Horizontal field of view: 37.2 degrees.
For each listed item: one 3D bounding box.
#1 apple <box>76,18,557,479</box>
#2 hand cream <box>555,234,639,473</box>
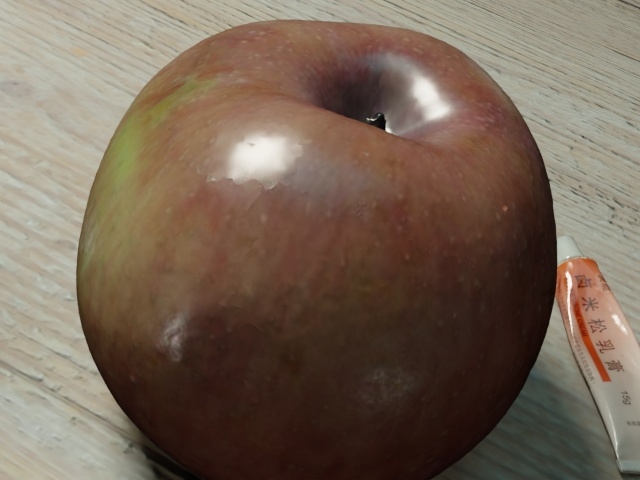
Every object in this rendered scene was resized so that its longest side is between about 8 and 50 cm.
[{"bbox_3d":[0.000,0.000,0.556,0.305,0.235,0.306,10,38,-8],"label":"apple"},{"bbox_3d":[0.210,0.079,0.709,0.052,0.038,0.216,-15,46,3],"label":"hand cream"}]
